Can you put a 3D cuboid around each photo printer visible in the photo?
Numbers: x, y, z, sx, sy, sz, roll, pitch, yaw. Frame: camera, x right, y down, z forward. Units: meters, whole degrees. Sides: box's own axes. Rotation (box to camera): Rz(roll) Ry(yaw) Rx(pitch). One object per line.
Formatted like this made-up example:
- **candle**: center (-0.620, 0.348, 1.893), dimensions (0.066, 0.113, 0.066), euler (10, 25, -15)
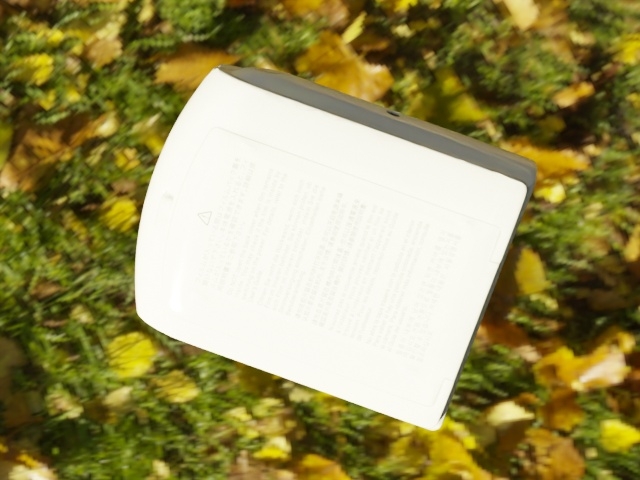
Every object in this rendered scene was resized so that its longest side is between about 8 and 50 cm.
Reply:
- **photo printer**: center (0.000, 0.000, 1.213), dimensions (0.307, 0.107, 0.256), euler (19, 104, 2)
